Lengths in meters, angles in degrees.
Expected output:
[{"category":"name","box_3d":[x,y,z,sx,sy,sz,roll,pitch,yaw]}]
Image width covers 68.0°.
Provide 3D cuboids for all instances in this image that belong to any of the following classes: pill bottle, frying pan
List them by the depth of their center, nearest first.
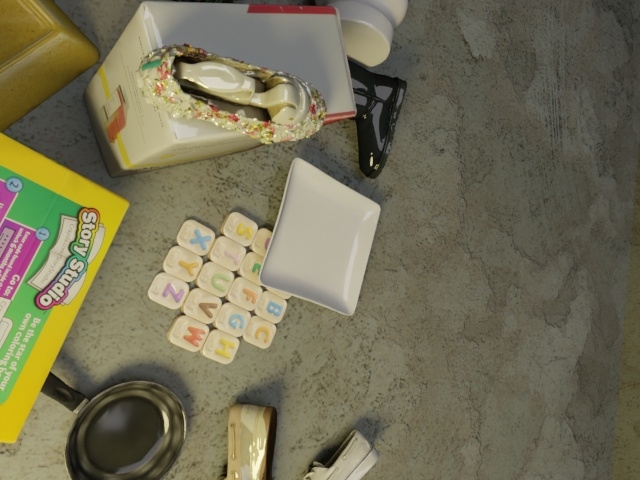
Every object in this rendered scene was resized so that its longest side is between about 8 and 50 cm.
[{"category":"frying pan","box_3d":[-0.379,0.314,0.780,0.326,0.053,0.197,26,75,-30]},{"category":"pill bottle","box_3d":[0.103,-0.590,1.050,0.210,0.210,0.362,19,78,-32]}]

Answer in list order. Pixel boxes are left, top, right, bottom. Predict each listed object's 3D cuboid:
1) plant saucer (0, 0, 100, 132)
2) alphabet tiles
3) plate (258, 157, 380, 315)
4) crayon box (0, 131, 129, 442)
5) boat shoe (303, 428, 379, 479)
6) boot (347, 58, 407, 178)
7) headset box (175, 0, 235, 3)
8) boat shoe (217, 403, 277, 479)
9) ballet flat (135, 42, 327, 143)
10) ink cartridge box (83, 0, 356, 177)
[{"category":"plant saucer","box_3d":[-0.556,-0.323,0.679,0.332,0.081,0.332,49,64,-23]},{"category":"alphabet tiles","box_3d":[-0.181,0.092,0.943,0.278,0.021,0.283,33,70,-28]},{"category":"plate","box_3d":[0.000,0.000,1.040,0.277,0.045,0.277,25,74,-38]},{"category":"crayon box","box_3d":[-0.467,0.038,0.593,0.313,0.106,0.362,37,67,-46]},{"category":"boat shoe","box_3d":[0.008,0.514,1.011,0.268,0.096,0.088,-34,78,-24]},{"category":"boot","box_3d":[0.068,-0.282,1.087,0.207,0.094,0.246,12,101,-17]},{"category":"headset box","box_3d":[-0.228,-0.586,0.876,0.283,0.131,0.246,32,70,-28]},{"category":"boat shoe","box_3d":[-0.149,0.469,0.909,0.098,0.109,0.301,5,84,6]},{"category":"ballet flat","box_3d":[-0.078,-0.160,0.532,0.241,0.077,0.091,-2,92,-35]},{"category":"ink cartridge box","box_3d":[-0.176,-0.217,0.745,0.279,0.385,0.160,-19,101,-33]}]
